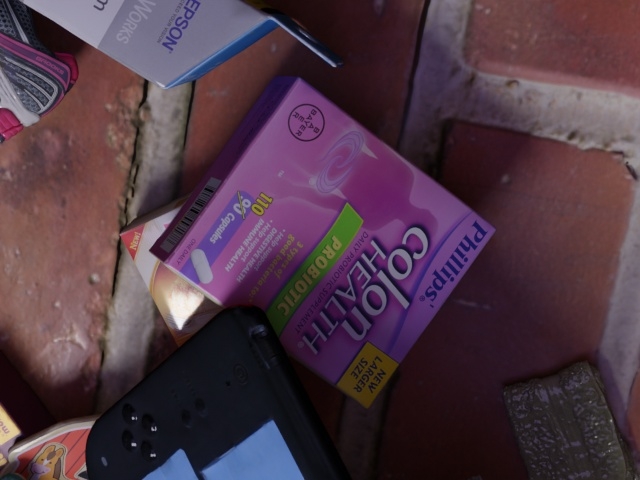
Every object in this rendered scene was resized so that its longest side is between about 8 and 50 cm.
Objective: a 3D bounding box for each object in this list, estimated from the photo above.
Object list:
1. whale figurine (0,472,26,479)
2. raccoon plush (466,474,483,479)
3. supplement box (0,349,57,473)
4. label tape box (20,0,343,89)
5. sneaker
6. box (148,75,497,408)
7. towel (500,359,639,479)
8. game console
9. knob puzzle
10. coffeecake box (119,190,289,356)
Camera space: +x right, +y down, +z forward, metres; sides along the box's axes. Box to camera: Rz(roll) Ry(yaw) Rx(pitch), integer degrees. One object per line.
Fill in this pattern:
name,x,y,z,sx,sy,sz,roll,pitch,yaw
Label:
whale figurine,-0.293,0.376,1.739,0.216,0.141,0.272,-25,94,17
raccoon plush,0.029,0.405,1.700,0.446,0.216,0.299,-13,126,4
supplement box,-0.389,0.214,1.830,0.188,0.081,0.104,-33,99,15
label tape box,-0.152,-0.215,1.580,0.348,0.249,0.115,34,97,-2
sneaker,-0.357,-0.243,1.690,0.112,0.121,0.299,-36,99,-14
box,0.000,0.000,1.644,0.243,0.117,0.213,37,87,-14
towel,0.253,0.201,1.765,0.110,0.027,0.148,-20,103,14
game console,-0.068,0.290,1.612,0.342,0.060,0.386,-43,72,49
knob puzzle,-0.240,0.255,1.802,0.213,0.030,0.213,-8,127,-10
coffeecake box,-0.093,0.038,1.745,0.142,0.068,0.185,-24,101,13
